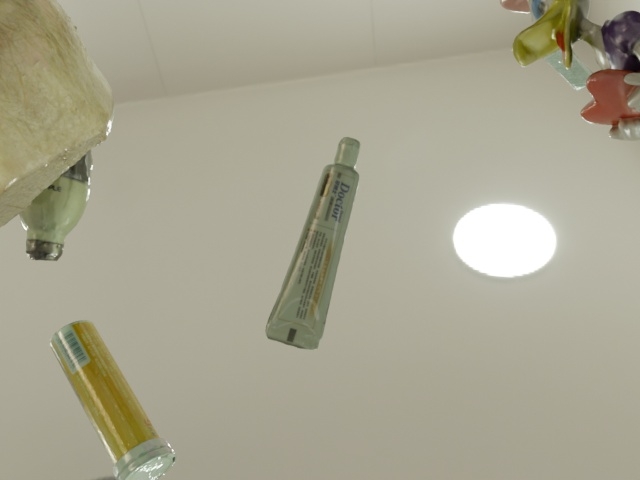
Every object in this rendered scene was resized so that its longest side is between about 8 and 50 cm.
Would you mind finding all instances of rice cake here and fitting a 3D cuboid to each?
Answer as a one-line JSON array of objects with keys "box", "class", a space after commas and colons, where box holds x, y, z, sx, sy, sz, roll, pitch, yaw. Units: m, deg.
[{"box": [0.429, -0.320, 1.387, 0.045, 0.245, 0.042, -31, -115, 27], "class": "rice cake"}]

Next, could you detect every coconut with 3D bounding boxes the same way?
[{"box": [-0.404, -0.176, 0.897, 0.297, 0.254, 0.297, -19, -134, 20], "class": "coconut"}]

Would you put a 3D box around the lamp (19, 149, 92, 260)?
[{"box": [-0.374, -0.093, 1.116, 0.101, 0.101, 0.250, 4, -98, 13], "class": "lamp"}]

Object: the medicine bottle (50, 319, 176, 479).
[{"box": [-0.261, 0.198, 0.975, 0.074, 0.074, 0.218, -29, -118, -19], "class": "medicine bottle"}]

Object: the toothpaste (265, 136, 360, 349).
[{"box": [0.000, 0.000, 0.926, 0.067, 0.037, 0.255, 15, -97, 10], "class": "toothpaste"}]

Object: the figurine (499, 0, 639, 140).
[{"box": [0.370, -0.223, 0.896, 0.421, 0.154, 0.193, 23, -102, 25], "class": "figurine"}]
